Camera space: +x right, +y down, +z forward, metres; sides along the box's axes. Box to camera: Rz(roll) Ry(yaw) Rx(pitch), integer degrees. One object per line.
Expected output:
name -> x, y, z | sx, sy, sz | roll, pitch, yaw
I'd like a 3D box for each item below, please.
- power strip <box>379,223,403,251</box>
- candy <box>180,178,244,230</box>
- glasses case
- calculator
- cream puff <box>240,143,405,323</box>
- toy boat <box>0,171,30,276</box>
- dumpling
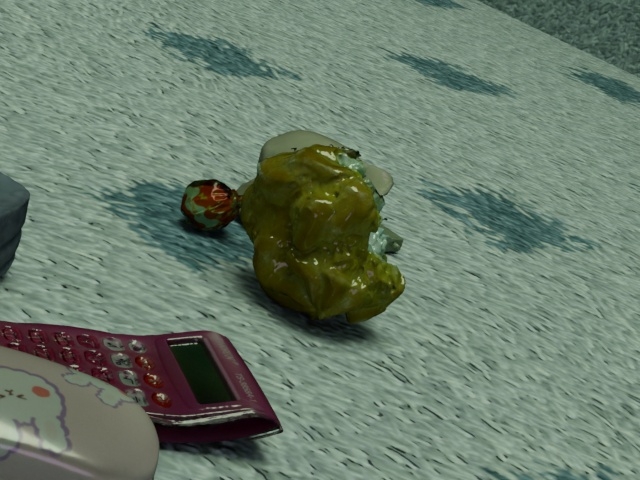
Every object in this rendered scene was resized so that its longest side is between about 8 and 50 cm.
power strip -> 0.051, -0.010, 1.529 | 0.027, 0.017, 0.083 | 0, 26, -43
candy -> -0.041, -0.038, 1.370 | 0.185, 0.049, 0.055 | -5, 10, 23
glasses case -> -0.235, 0.093, 0.851 | 0.297, 0.075, 0.113 | 14, 21, -14
calculator -> -0.129, 0.095, 1.029 | 0.191, 0.034, 0.126 | 5, 23, -22
cream puff -> 0.000, 0.001, 1.278 | 0.121, 0.156, 0.156 | -14, 22, -2
toy boat -> -0.303, -0.002, 1.043 | 0.127, 0.078, 0.283 | 34, 20, 10
dumpling -> -0.016, -0.048, 1.475 | 0.150, 0.092, 0.176 | -18, 43, -38
